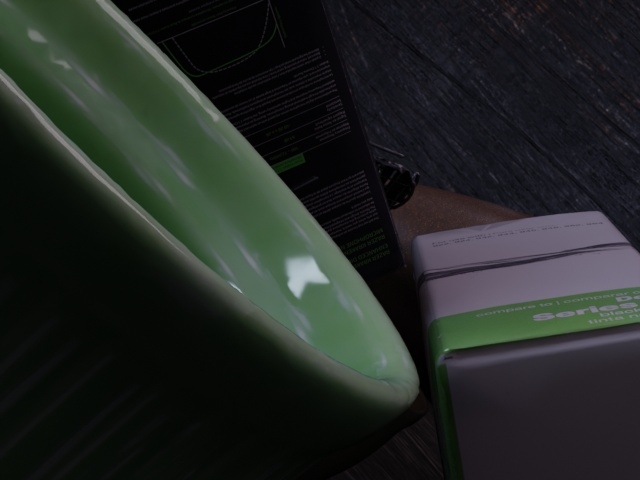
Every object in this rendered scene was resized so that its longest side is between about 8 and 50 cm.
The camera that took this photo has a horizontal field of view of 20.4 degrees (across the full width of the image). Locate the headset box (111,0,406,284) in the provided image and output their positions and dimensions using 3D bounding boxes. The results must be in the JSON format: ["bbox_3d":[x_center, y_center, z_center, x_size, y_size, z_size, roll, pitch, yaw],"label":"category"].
[{"bbox_3d":[-0.067,-0.107,1.212,0.246,0.131,0.283,-124,-168,-57],"label":"headset box"}]

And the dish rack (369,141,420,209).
[{"bbox_3d":[-0.043,-0.106,1.476,0.271,0.074,0.208,23,-9,-2],"label":"dish rack"}]

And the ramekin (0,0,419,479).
[{"bbox_3d":[-0.123,-0.008,0.587,0.303,0.148,0.303,45,7,-7],"label":"ramekin"}]

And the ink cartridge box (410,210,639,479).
[{"bbox_3d":[0.117,0.107,0.863,0.273,0.114,0.198,-84,165,-79],"label":"ink cartridge box"}]

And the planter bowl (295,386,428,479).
[{"bbox_3d":[-0.044,0.058,0.838,0.162,0.109,0.162,45,6,-7],"label":"planter bowl"}]

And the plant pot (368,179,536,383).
[{"bbox_3d":[0.132,0.043,1.689,0.230,0.215,0.215,31,8,-5],"label":"plant pot"}]
